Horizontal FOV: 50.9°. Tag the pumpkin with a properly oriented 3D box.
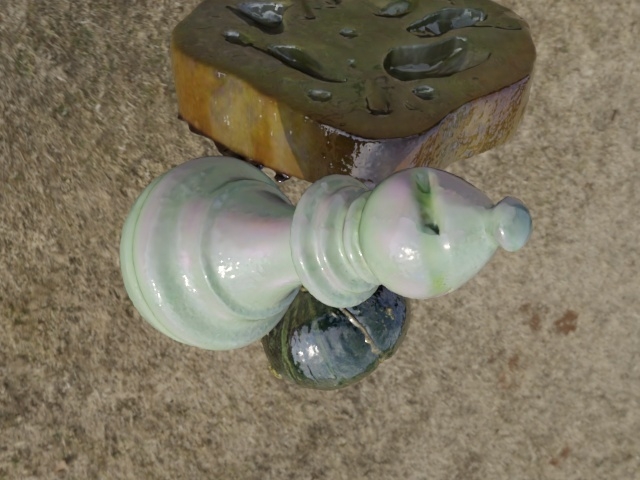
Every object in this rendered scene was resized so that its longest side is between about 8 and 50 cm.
[{"bbox_3d":[0.017,0.094,0.817,0.190,0.190,0.146,-24,119,-20],"label":"pumpkin"}]

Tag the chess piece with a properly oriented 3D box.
[{"bbox_3d":[0.000,0.000,0.408,0.139,0.271,0.139,6,81,-44],"label":"chess piece"}]

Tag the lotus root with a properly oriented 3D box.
[{"bbox_3d":[0.038,-0.179,0.720,0.390,0.375,0.111,-1,133,-6],"label":"lotus root"}]
